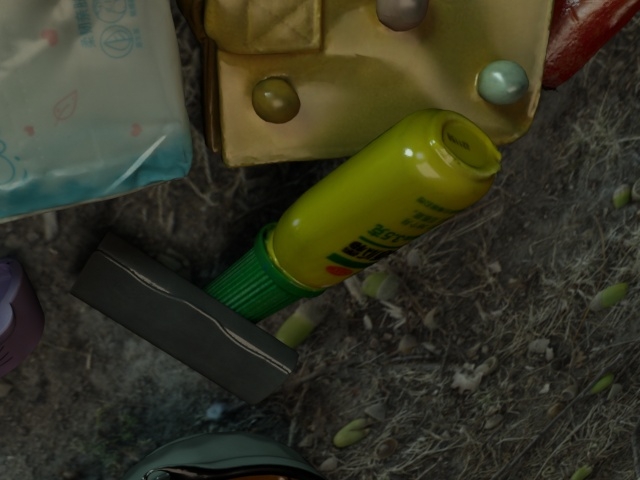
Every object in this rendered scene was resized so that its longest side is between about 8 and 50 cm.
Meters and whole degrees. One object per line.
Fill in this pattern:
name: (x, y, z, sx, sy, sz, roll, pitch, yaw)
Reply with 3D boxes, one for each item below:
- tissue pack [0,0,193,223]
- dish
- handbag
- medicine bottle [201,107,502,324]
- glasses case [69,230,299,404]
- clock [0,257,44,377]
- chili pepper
tissue pack: (-0.192, -0.152, 0.446, 0.201, 0.124, 0.271, -17, 125, -20)
dish: (-0.124, 0.292, 0.762, 0.303, 0.120, 0.303, -12, 125, -18)
handbag: (0.042, -0.243, 0.505, 0.283, 0.133, 0.401, -6, 123, -16)
medicine bottle: (0.000, 0.000, 0.592, 0.111, 0.076, 0.309, 0, 154, -47)
glasses case: (-0.114, 0.069, 0.619, 0.190, 0.042, 0.072, 35, 129, -14)
clock: (-0.286, 0.083, 0.557, 0.152, 0.110, 0.050, -25, 126, -9)
chili pepper: (0.240, -0.220, 0.632, 0.084, 0.086, 0.192, 37, 112, -9)
